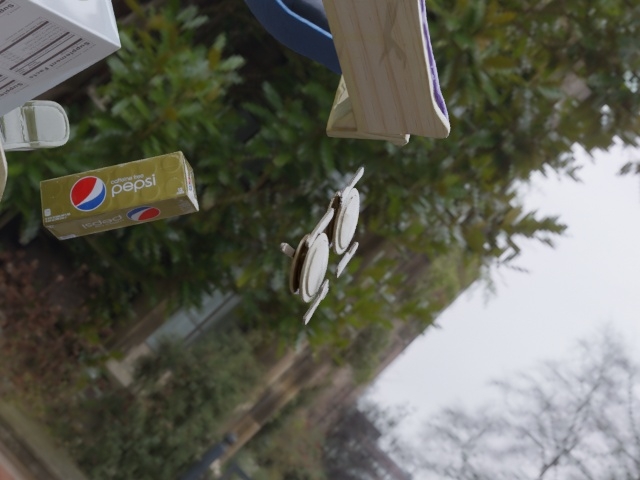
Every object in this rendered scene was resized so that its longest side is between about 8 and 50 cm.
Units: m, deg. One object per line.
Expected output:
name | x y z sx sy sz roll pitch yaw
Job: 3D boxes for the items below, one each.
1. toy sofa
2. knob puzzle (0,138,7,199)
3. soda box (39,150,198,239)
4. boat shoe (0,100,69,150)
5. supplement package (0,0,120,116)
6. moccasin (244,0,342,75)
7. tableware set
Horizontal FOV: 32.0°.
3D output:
toy sofa | 0.074 -0.288 1.421 0.177 0.150 0.362 4 -32 17
knob puzzle | -0.349 -0.071 0.934 0.213 0.213 0.030 56 18 -37
soda box | -0.245 -0.054 1.361 0.058 0.181 0.061 68 11 -69
boat shoe | -0.536 -0.187 1.790 0.302 0.103 0.113 10 73 -65
supplement package | -0.364 -0.266 1.064 0.263 0.198 0.199 22 49 -59
moccasin | -0.008 -0.385 1.909 0.342 0.117 0.137 42 -21 31
tableware set | 0.000 0.000 1.371 0.039 0.194 0.128 15 -54 16
